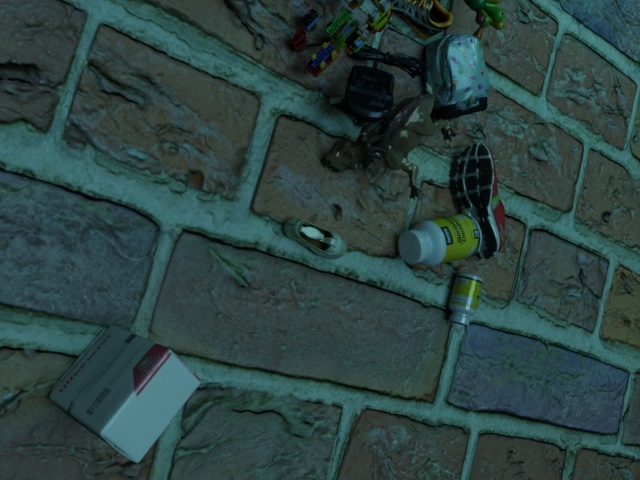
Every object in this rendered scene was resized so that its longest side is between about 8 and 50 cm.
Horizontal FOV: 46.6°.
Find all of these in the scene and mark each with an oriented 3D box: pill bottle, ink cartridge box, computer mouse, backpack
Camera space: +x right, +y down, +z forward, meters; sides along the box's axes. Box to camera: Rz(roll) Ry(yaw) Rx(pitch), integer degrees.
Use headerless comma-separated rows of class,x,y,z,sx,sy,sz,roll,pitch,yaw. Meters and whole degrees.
pill bottle,0.339,0.139,1.750,0.065,0.065,0.116,22,80,-35
ink cartridge box,-0.314,0.235,1.176,0.159,0.217,0.092,-52,125,-22
pill bottle,0.266,0.001,1.665,0.184,0.103,0.103,-11,99,-36
computer mouse,0.134,-0.296,1.487,0.184,0.060,0.262,11,43,-7
backpack,0.306,-0.371,1.669,0.151,0.115,0.182,-18,100,-32

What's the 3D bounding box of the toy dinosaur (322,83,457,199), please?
toy dinosaur,0.161,-0.225,1.533,0.296,0.127,0.200,-55,134,-6

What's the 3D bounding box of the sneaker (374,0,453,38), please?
sneaker,0.200,-0.516,1.603,0.214,0.083,0.084,22,81,-34

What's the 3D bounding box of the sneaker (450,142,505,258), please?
sneaker,0.385,-0.097,1.770,0.118,0.107,0.279,-24,110,-52

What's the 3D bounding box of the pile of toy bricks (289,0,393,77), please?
pile of toy bricks,0.038,-0.409,1.478,0.212,0.105,0.118,-44,77,-6

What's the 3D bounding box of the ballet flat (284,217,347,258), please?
ballet flat,0.000,0.000,1.499,0.168,0.052,0.057,21,80,-36

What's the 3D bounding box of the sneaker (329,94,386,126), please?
sneaker,0.086,-0.269,1.547,0.157,0.061,0.065,0,99,-36

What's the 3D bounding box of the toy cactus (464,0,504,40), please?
toy cactus,0.309,-0.533,1.627,0.180,0.219,0.112,15,128,-34
